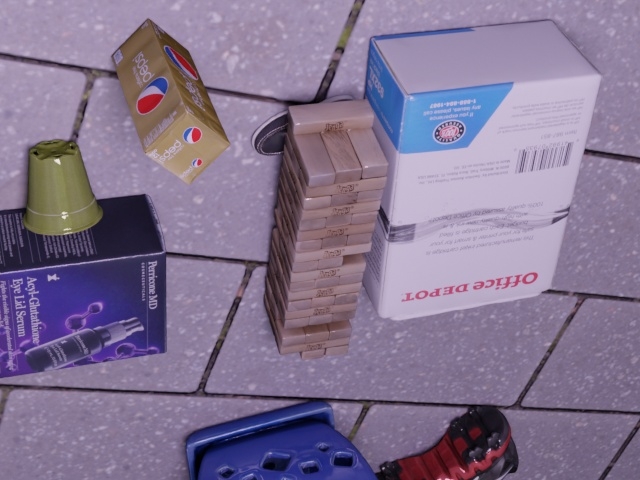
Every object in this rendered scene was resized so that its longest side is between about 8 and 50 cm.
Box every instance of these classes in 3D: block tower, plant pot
[{"bbox_3d":[0.000,0.000,1.334,0.091,0.097,0.335,-8,138,-15],"label":"block tower"},{"bbox_3d":[-0.054,0.356,1.565,0.236,0.212,0.236,-13,131,-11],"label":"plant pot"},{"bbox_3d":[-0.270,-0.059,1.225,0.083,0.083,0.079,-9,120,-15],"label":"plant pot"}]

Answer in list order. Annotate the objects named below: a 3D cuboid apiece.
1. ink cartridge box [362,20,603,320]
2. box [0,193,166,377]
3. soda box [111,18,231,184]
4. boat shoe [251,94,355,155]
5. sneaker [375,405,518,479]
[{"bbox_3d":[0.163,-0.077,1.341,0.223,0.129,0.307,-9,131,-16],"label":"ink cartridge box"},{"bbox_3d":[-0.275,0.049,1.287,0.207,0.108,0.153,-8,130,-15],"label":"box"},{"bbox_3d":[-0.145,-0.135,1.132,0.058,0.181,0.061,-42,130,14],"label":"soda box"},{"bbox_3d":[-0.013,-0.120,1.296,0.125,0.038,0.046,-19,133,-6],"label":"boat shoe"},{"bbox_3d":[0.175,0.358,1.735,0.276,0.098,0.135,-34,130,7],"label":"sneaker"}]
